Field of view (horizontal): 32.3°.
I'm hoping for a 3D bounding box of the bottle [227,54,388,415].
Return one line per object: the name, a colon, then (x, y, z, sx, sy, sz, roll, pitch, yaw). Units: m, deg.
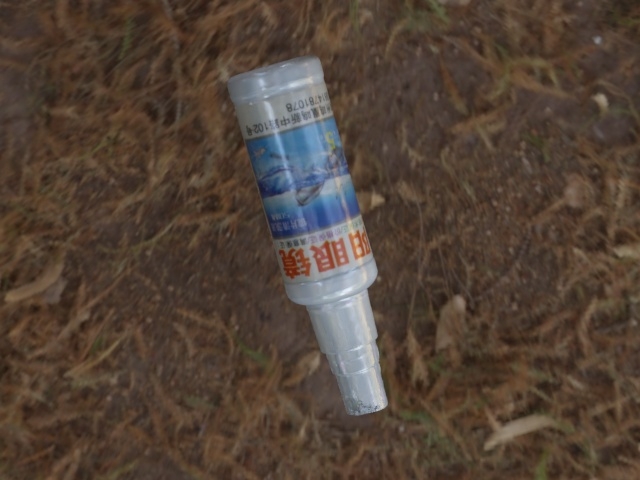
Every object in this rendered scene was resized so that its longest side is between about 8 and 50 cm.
bottle: (0.000, 0.000, 0.664, 0.060, 0.060, 0.217, -14, 100, 6)
